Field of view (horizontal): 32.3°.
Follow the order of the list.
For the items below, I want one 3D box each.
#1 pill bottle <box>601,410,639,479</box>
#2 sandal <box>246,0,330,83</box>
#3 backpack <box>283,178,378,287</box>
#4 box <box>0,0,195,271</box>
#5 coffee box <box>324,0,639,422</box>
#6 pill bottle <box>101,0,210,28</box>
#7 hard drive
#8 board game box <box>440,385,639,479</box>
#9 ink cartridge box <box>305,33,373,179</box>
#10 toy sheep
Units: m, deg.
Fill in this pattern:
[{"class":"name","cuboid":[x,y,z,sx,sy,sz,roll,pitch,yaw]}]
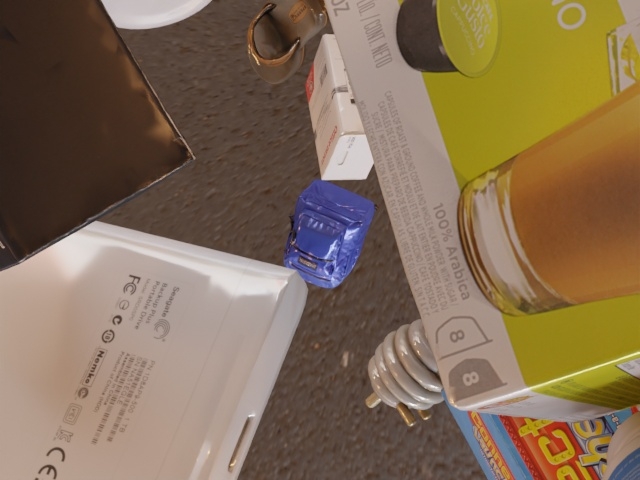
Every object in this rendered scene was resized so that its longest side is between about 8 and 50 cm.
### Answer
[{"class":"pill bottle","cuboid":[0.251,0.196,0.727,0.124,0.221,0.124,1,109,4]},{"class":"sandal","cuboid":[-0.052,-0.255,1.394,0.060,0.219,0.090,-43,96,-24]},{"class":"backpack","cuboid":[0.000,0.000,1.397,0.098,0.101,0.120,27,128,14]},{"class":"box","cuboid":[-0.189,-0.079,0.590,0.103,0.261,0.184,-36,100,-23]},{"class":"coffee box","cuboid":[0.237,-0.088,0.736,0.334,0.338,0.338,-22,72,19]},{"class":"pill bottle","cuboid":[-0.205,-0.372,1.169,0.153,0.153,0.265,-22,72,10]},{"class":"hard drive","cuboid":[-0.210,0.091,0.770,0.353,0.047,0.233,13,68,22]},{"class":"board game box","cuboid":[0.312,0.190,0.964,0.302,0.086,0.308,-21,64,-16]},{"class":"ink cartridge box","cuboid":[0.028,-0.149,1.244,0.056,0.099,0.135,-1,62,-16]},{"class":"toy sheep","cuboid":[0.091,0.126,1.073,0.132,0.091,0.091,-42,93,23]}]
